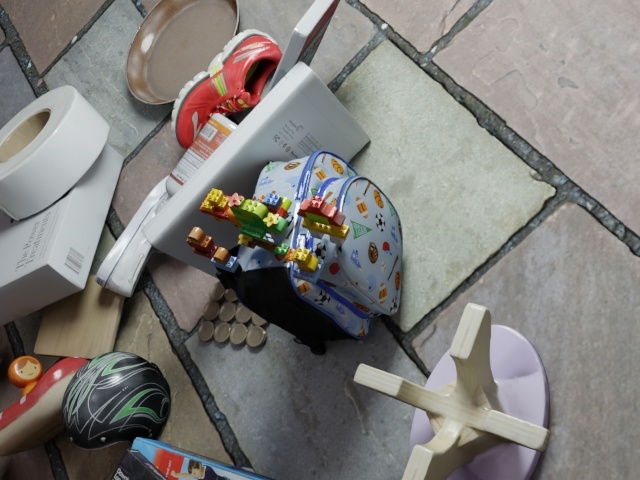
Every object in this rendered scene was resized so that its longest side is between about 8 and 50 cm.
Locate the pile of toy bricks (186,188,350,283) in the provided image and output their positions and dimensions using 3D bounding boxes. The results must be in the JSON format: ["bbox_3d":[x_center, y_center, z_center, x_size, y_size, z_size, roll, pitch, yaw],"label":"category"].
[{"bbox_3d":[-0.082,-0.022,0.913,0.212,0.105,0.118,16,63,24],"label":"pile of toy bricks"}]

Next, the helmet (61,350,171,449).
[{"bbox_3d":[-0.352,0.273,1.236,0.169,0.161,0.169,-13,63,28],"label":"helmet"}]

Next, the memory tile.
[{"bbox_3d":[-0.145,0.126,1.263,0.148,0.012,0.113,2,71,33],"label":"memory tile"}]

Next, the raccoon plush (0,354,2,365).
[{"bbox_3d":[-0.646,0.402,1.353,0.299,0.216,0.446,1,70,24],"label":"raccoon plush"}]

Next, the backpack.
[{"bbox_3d":[0.000,0.000,1.082,0.213,0.276,0.263,-14,57,22],"label":"backpack"}]

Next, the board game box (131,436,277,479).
[{"bbox_3d":[-0.185,0.476,1.054,0.302,0.086,0.308,6,74,34],"label":"board game box"}]

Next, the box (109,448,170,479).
[{"bbox_3d":[-0.285,0.408,1.073,0.116,0.029,0.162,25,84,37],"label":"box"}]

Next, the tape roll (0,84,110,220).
[{"bbox_3d":[-0.569,-0.180,1.473,0.286,0.100,0.286,-23,41,21],"label":"tape roll"}]

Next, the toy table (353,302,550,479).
[{"bbox_3d":[0.181,0.225,0.923,0.252,0.161,0.274,1,69,32],"label":"toy table"}]

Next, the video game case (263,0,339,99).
[{"bbox_3d":[-0.044,-0.285,1.209,0.285,0.025,0.204,-57,5,49],"label":"video game case"}]

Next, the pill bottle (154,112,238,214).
[{"bbox_3d":[-0.206,-0.115,1.337,0.121,0.121,0.216,37,92,37],"label":"pill bottle"}]

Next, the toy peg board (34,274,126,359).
[{"bbox_3d":[-0.447,0.155,1.414,0.161,0.079,0.161,2,70,17],"label":"toy peg board"}]

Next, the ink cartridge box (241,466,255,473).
[{"bbox_3d":[-0.128,0.398,1.124,0.083,0.028,0.048,-49,53,5],"label":"ink cartridge box"}]

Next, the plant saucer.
[{"bbox_3d":[-0.290,-0.421,1.568,0.311,0.050,0.310,-12,65,27],"label":"plant saucer"}]

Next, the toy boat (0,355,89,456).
[{"bbox_3d":[-0.522,0.280,1.335,0.231,0.151,0.151,-36,75,14],"label":"toy boat"}]

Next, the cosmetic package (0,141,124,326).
[{"bbox_3d":[-0.569,-0.019,1.477,0.284,0.097,0.377,-25,41,24],"label":"cosmetic package"}]

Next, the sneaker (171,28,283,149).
[{"bbox_3d":[-0.180,-0.282,1.408,0.118,0.107,0.279,42,97,28],"label":"sneaker"}]

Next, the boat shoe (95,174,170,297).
[{"bbox_3d":[-0.326,-0.007,1.394,0.084,0.095,0.258,30,70,-3],"label":"boat shoe"}]

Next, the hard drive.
[{"bbox_3d":[-0.093,-0.094,1.178,0.353,0.233,0.047,-47,58,4],"label":"hard drive"}]
